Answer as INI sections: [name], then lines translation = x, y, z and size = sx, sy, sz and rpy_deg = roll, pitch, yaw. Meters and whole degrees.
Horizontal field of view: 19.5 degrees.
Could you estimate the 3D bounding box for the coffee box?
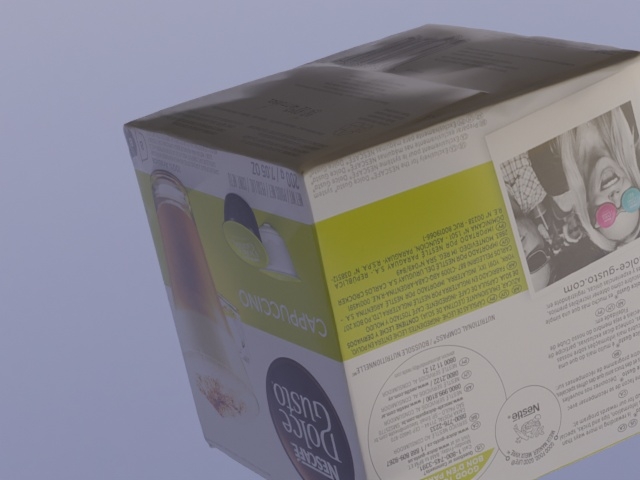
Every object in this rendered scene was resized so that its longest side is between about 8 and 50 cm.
[coffee box]
translation = 0.077, 0.022, 1.649
size = 0.338, 0.334, 0.337
rpy_deg = -21, -161, -25
